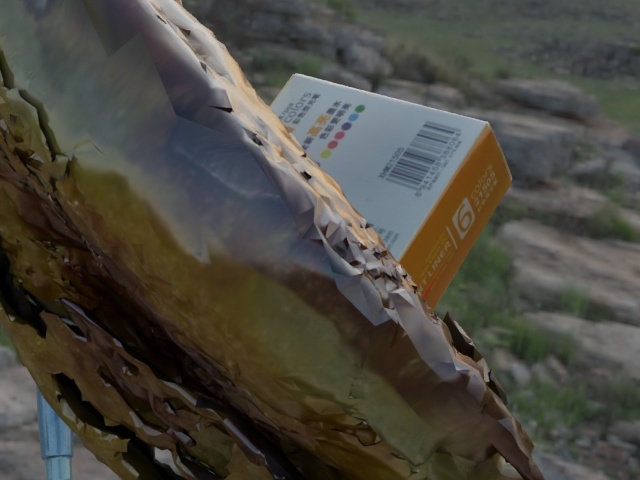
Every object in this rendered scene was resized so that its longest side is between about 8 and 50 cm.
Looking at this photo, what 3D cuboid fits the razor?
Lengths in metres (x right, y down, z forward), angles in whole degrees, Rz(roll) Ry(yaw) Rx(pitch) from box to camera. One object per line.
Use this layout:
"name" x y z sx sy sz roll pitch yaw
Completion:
"razor" -0.146 0.106 0.715 0.068 0.135 0.040 4 -17 -36

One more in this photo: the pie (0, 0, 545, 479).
"pie" -0.045 0.023 0.444 0.085 0.308 0.308 -40 42 -24

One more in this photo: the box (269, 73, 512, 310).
"box" 0.000 0.000 1.075 0.220 0.091 0.274 21 65 36
